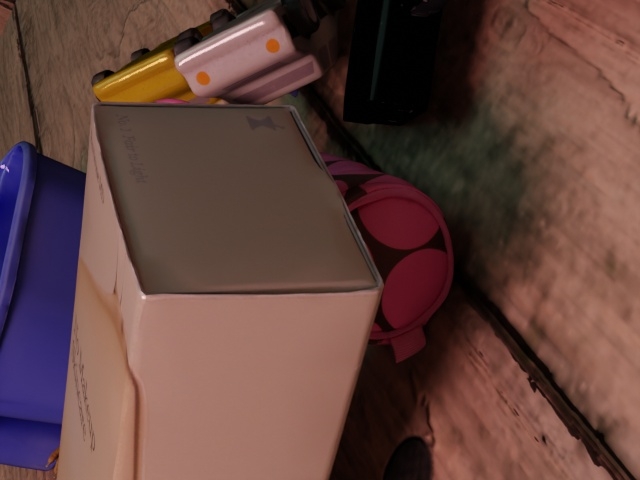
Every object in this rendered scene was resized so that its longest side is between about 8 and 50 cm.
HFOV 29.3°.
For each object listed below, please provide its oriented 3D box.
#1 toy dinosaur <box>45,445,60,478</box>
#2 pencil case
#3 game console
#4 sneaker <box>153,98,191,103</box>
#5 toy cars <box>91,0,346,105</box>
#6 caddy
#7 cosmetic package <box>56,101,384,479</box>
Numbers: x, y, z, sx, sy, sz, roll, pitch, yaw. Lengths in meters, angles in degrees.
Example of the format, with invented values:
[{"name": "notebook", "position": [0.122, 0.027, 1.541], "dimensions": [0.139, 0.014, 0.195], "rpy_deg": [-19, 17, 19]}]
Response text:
[{"name": "toy dinosaur", "position": [-0.148, 0.161, 0.970], "dimensions": [0.112, 0.064, 0.211], "rpy_deg": [-1, 64, 25]}, {"name": "pencil case", "position": [0.000, 0.000, 0.739], "dimensions": [0.095, 0.098, 0.209], "rpy_deg": [-31, 21, -11]}, {"name": "game console", "position": [0.064, -0.182, 0.648], "dimensions": [0.361, 0.044, 0.213], "rpy_deg": [173, 106, -83]}, {"name": "sneaker", "position": [-0.089, 0.021, 0.897], "dimensions": [0.103, 0.111, 0.252], "rpy_deg": [28, 112, 32]}, {"name": "toy cars", "position": [-0.075, -0.135, 0.979], "dimensions": [0.176, 0.087, 0.393], "rpy_deg": [-32, 14, -21]}, {"name": "caddy", "position": [-0.310, 0.064, 1.221], "dimensions": [0.241, 0.179, 0.341], "rpy_deg": [-44, 34, 42]}, {"name": "cosmetic package", "position": [-0.071, 0.098, 0.648], "dimensions": [0.160, 0.113, 0.309], "rpy_deg": [-115, 30, -50]}]
